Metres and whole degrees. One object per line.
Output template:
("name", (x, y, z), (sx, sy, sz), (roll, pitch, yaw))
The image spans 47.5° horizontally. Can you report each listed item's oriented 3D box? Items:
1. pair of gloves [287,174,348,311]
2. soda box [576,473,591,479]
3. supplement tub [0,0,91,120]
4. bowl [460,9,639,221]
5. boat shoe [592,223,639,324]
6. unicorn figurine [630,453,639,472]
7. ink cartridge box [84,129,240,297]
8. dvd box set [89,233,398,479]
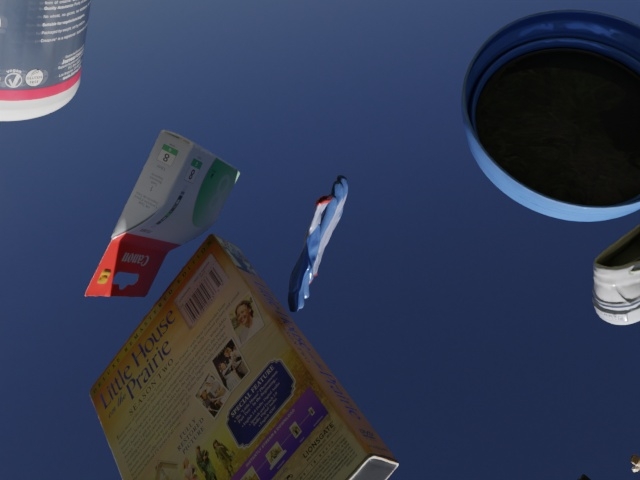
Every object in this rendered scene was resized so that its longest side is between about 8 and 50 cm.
("pair of gloves", (0.000, 0.000, 0.954), (0.023, 0.159, 0.198), (20, -160, 8))
("soda box", (0.484, 0.475, 1.211), (0.169, 0.053, 0.060), (40, -140, 17))
("supplement tub", (-0.309, -0.270, 0.684), (0.191, 0.272, 0.191), (15, -146, -10))
("bowl", (0.427, -0.210, 1.210), (0.390, 0.077, 0.392), (-1, -115, 1))
("boat shoe", (0.372, 0.001, 0.754), (0.226, 0.076, 0.083), (-34, -149, -22))
("unicorn figurine", (0.424, 0.222, 0.843), (0.111, 0.162, 0.060), (10, -152, -32))
("ink cartridge box", (-0.200, -0.018, 0.955), (0.056, 0.181, 0.225), (24, -90, 13))
("dvd box set", (-0.127, 0.225, 0.901), (0.308, 0.062, 0.420), (-51, -135, 9))
